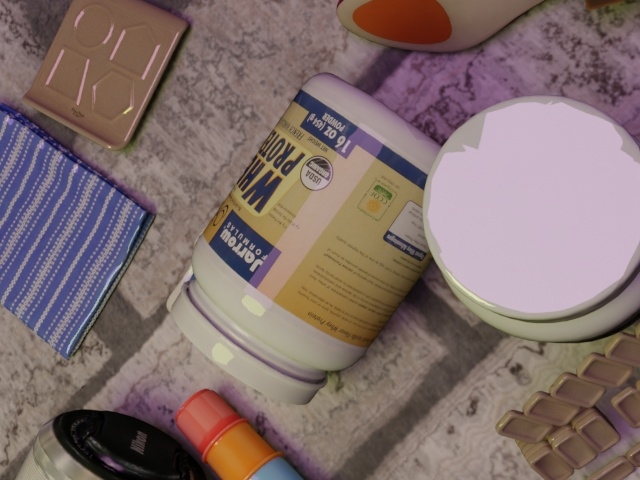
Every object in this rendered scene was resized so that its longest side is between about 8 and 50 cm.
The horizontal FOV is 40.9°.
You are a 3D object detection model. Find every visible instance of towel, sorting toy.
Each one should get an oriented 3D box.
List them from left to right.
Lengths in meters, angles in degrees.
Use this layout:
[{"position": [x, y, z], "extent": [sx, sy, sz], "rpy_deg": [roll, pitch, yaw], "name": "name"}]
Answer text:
[{"position": [-0.415, -0.023, 1.220], "extent": [0.336, 0.040, 0.243], "rpy_deg": [34, 96, 21], "name": "towel"}, {"position": [-0.301, -0.248, 1.210], "extent": [0.193, 0.038, 0.208], "rpy_deg": [28, 89, 22], "name": "sorting toy"}]

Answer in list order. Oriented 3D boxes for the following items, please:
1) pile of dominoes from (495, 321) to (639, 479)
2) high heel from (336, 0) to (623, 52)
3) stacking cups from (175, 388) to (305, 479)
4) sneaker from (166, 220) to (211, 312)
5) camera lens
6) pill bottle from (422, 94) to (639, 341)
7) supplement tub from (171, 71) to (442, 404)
[{"position": [0.310, 0.149, 0.862], "extent": [0.251, 0.196, 0.040], "rpy_deg": [-40, 35, 12], "name": "pile of dominoes"}, {"position": [0.205, -0.331, 1.009], "extent": [0.377, 0.127, 0.181], "rpy_deg": [0, 54, 25], "name": "high heel"}, {"position": [-0.055, 0.308, 1.017], "extent": [0.316, 0.096, 0.096], "rpy_deg": [39, 98, 24], "name": "stacking cups"}, {"position": [-0.130, 0.049, 1.088], "extent": [0.085, 0.058, 0.152], "rpy_deg": [35, 100, 27], "name": "sneaker"}, {"position": [-0.276, 0.357, 1.019], "extent": [0.219, 0.219, 0.274], "rpy_deg": [29, 94, 22], "name": "camera lens"}, {"position": [0.220, -0.006, 0.799], "extent": [0.204, 0.361, 0.204], "rpy_deg": [-3, 82, 20], "name": "pill bottle"}, {"position": [0.000, 0.000, 0.955], "extent": [0.228, 0.228, 0.316], "rpy_deg": [37, 97, 21], "name": "supplement tub"}]
